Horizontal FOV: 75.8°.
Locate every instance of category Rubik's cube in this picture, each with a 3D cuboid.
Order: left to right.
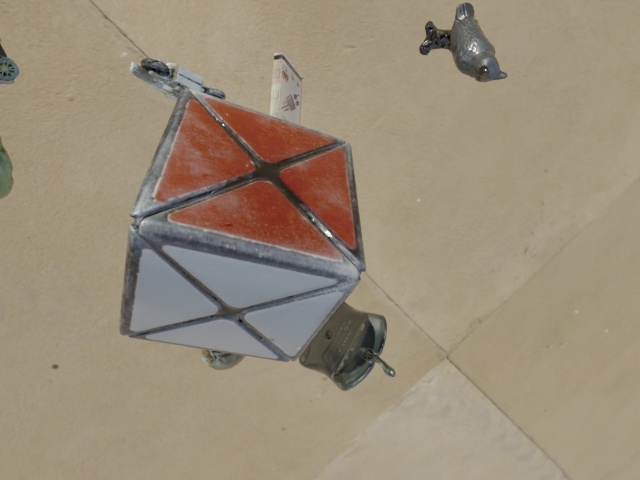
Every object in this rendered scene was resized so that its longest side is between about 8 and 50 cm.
[{"bbox_3d":[-0.107,-0.007,0.569,0.255,0.259,0.260,16,139,-17],"label":"Rubik's cube"}]

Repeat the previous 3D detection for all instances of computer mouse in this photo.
[{"bbox_3d":[0.064,0.214,0.799,0.090,0.379,0.167,33,80,-16],"label":"computer mouse"}]

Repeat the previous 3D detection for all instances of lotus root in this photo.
[{"bbox_3d":[-0.175,0.176,0.805,0.088,0.192,0.113,-19,97,14],"label":"lotus root"}]

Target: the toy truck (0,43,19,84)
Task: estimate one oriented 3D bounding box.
[{"bbox_3d":[-0.579,-0.344,0.607,0.140,0.108,0.256,-31,162,-26],"label":"toy truck"}]

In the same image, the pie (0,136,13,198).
[{"bbox_3d":[-0.559,-0.169,0.617,0.054,0.241,0.240,-44,140,-53],"label":"pie"}]

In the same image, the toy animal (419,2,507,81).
[{"bbox_3d":[0.314,-0.402,0.833,0.121,0.210,0.117,-5,131,-27],"label":"toy animal"}]

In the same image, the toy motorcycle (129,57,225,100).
[{"bbox_3d":[-0.363,-0.397,1.046,0.229,0.151,0.074,8,91,-47],"label":"toy motorcycle"}]

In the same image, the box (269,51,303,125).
[{"bbox_3d":[-0.095,-0.378,1.147,0.129,0.033,0.247,23,67,-66],"label":"box"}]
